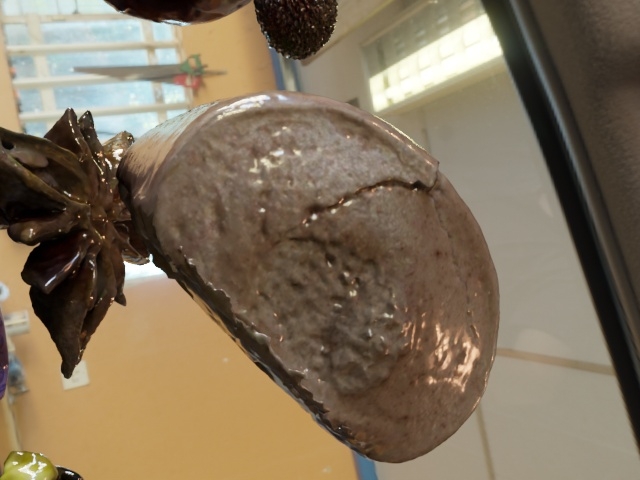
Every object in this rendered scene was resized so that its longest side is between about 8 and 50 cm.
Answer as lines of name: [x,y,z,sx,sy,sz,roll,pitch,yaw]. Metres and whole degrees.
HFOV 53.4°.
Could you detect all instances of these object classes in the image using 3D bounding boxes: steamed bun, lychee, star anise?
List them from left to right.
star anise: [-0.285,-0.021,0.704,0.349,0.109,0.292,-75,150,-53]
lychee: [-0.020,-0.174,0.471,0.068,0.067,0.083,5,-45,24]
steamed bun: [0.000,0.000,0.509,0.301,0.199,0.251,47,-6,-18]

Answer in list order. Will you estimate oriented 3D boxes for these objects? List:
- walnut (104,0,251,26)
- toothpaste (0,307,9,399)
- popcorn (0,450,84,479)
walnut: [-0.126,-0.353,0.600,0.222,0.244,0.269,-6,-129,46]
toothpaste: [-0.471,0.126,0.888,0.075,0.048,0.300,-86,-175,-69]
popcorn: [-0.248,0.169,0.361,0.168,0.195,0.173,-34,-154,30]
